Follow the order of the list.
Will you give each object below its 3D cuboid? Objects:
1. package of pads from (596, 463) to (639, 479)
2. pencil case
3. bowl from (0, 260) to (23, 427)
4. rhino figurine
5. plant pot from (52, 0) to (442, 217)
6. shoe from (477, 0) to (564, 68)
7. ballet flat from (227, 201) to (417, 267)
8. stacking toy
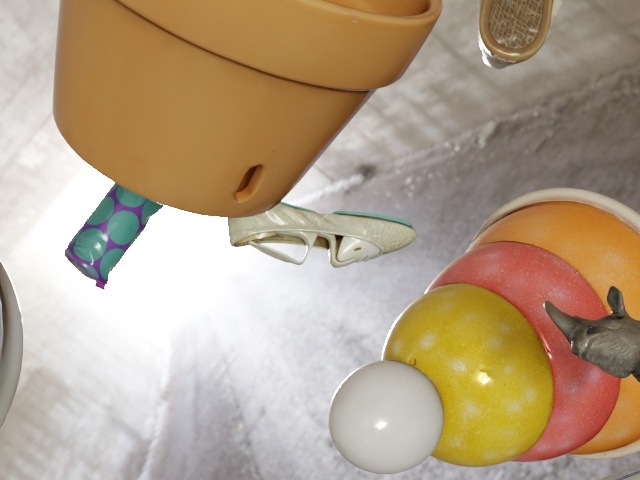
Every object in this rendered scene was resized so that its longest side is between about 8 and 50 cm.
[{"bbox_3d":[0.428,0.450,1.498,0.229,0.297,0.101,-17,20,-16],"label":"package of pads"},{"bbox_3d":[-0.224,-0.023,1.267,0.152,0.064,0.070,-54,-36,-15],"label":"pencil case"},{"bbox_3d":[-0.345,0.043,0.735,0.298,0.298,0.134,-57,-2,-35],"label":"bowl"},{"bbox_3d":[0.261,0.102,0.762,0.073,0.243,0.106,-66,-7,25],"label":"rhino figurine"},{"bbox_3d":[-0.079,-0.154,0.859,0.291,0.290,0.203,-66,2,-63],"label":"plant pot"},{"bbox_3d":[0.172,-0.236,0.881,0.058,0.076,0.219,67,-136,-79],"label":"shoe"},{"bbox_3d":[0.000,0.000,0.976,0.057,0.168,0.052,114,164,-69],"label":"ballet flat"},{"bbox_3d":[0.184,0.138,1.277,0.480,0.351,0.350,-13,-25,-45],"label":"stacking toy"}]
